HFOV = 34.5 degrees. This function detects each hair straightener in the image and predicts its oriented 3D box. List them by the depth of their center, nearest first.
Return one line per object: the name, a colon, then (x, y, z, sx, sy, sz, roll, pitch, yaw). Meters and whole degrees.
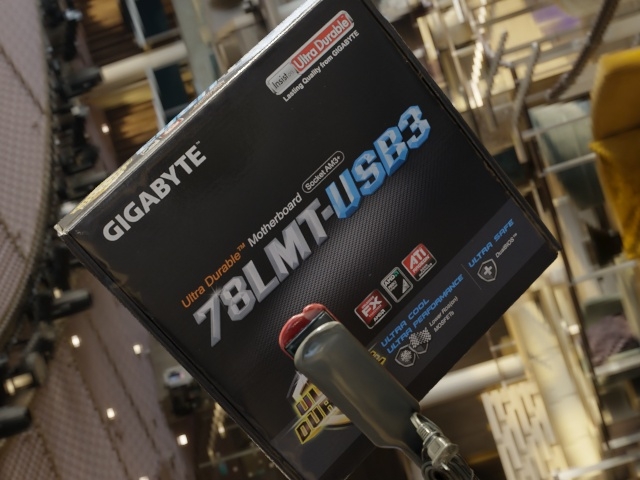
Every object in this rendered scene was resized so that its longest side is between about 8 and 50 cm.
hair straightener: (0.062, 0.140, 0.663, 0.230, 0.047, 0.089, 52, 176, -17)

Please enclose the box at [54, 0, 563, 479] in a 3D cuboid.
box: (0.000, 0.000, 0.813, 0.293, 0.295, 0.073, 50, 169, -18)
